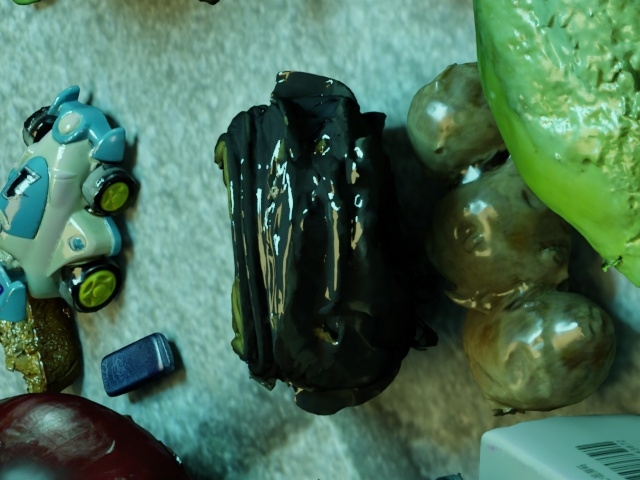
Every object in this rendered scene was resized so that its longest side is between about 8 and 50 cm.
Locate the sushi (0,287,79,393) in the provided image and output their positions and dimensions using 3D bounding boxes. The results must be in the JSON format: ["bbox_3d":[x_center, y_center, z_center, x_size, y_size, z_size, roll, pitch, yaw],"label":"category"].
[{"bbox_3d":[-0.230,0.073,1.506,0.118,0.060,0.061,61,142,21],"label":"sushi"}]

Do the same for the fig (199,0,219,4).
[{"bbox_3d":[0.007,-0.210,1.099,0.274,0.146,0.170,-31,60,49],"label":"fig"}]

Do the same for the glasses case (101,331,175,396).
[{"bbox_3d":[-0.134,0.092,1.428,0.083,0.023,0.033,-26,70,47],"label":"glasses case"}]

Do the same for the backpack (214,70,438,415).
[{"bbox_3d":[0.000,0.000,1.124,0.258,0.133,0.206,68,-167,-88],"label":"backpack"}]

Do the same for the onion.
[{"bbox_3d":[-0.201,0.261,1.383,0.314,0.232,0.313,18,114,46],"label":"onion"}]

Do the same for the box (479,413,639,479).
[{"bbox_3d":[0.169,0.264,1.014,0.200,0.106,0.299,-150,59,-64],"label":"box"}]

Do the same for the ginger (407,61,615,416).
[{"bbox_3d":[0.106,-0.003,1.083,0.104,0.080,0.204,-25,82,53],"label":"ginger"}]

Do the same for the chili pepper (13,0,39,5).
[{"bbox_3d":[-0.212,-0.207,1.445,0.091,0.030,0.034,-41,42,43],"label":"chili pepper"}]

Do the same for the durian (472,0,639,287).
[{"bbox_3d":[0.134,-0.102,0.989,0.139,0.101,0.250,-109,12,-75],"label":"durian"}]

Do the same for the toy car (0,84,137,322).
[{"bbox_3d":[-0.209,-0.026,1.430,0.126,0.098,0.161,42,130,32],"label":"toy car"}]

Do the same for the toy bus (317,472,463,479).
[{"bbox_3d":[0.038,0.195,1.116,0.261,0.091,0.109,108,154,-74],"label":"toy bus"}]
